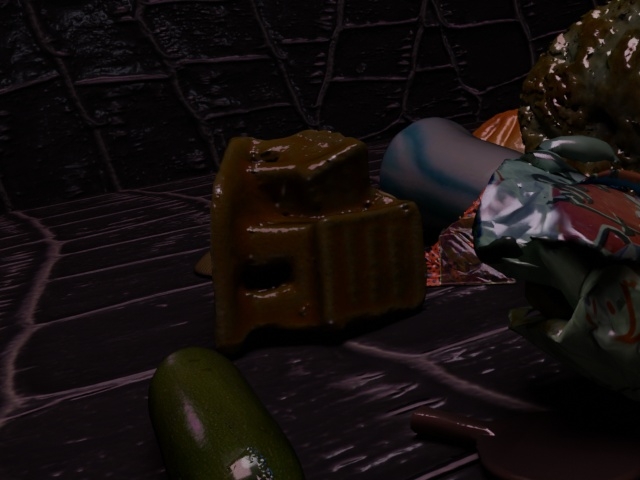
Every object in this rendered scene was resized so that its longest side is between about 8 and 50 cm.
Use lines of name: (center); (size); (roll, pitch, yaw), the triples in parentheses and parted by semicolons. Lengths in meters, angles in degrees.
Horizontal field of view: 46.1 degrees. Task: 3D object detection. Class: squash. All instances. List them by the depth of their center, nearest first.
squash: (-0.085, 0.134, 0.568); (0.087, 0.087, 0.331); (-12, 11, -16)

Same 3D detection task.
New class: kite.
kite: (0.195, 0.016, 0.933); (0.222, 0.008, 0.125); (-46, 55, -3)

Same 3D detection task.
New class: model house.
model house: (-0.002, -0.011, 0.871); (0.239, 0.268, 0.173); (-6, -8, 8)

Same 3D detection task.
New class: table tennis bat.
table tennis bat: (0.135, 0.092, 0.516); (0.169, 0.119, 0.107); (3, 15, 37)

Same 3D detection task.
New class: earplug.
earplug: (0.231, -0.069, 1.083); (0.185, 0.185, 0.324); (-13, 18, -16)

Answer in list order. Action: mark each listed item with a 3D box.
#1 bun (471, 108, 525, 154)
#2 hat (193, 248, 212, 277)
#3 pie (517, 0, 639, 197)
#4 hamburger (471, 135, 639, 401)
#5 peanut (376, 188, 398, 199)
bun: (0.405, -0.174, 1.419); (0.298, 0.165, 0.299); (-9, 14, 2)
hat: (-0.116, -0.005, 1.216); (0.193, 0.082, 0.193); (-8, 11, 2)
pie: (0.394, -0.165, 0.736); (0.180, 0.418, 0.395); (15, 39, -28)
hamburger: (0.238, 0.041, 0.574); (0.276, 0.151, 0.260); (30, 35, 23)
peanut: (0.030, -0.009, 1.025); (0.224, 0.129, 0.129); (-2, 14, 21)
